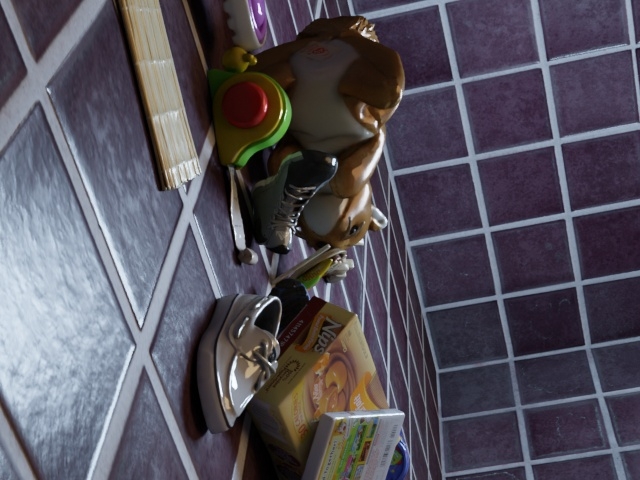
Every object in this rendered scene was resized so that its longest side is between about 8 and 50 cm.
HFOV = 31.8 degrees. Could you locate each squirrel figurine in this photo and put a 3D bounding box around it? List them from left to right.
[{"bbox_3d":[0.027,-0.182,1.997,0.397,0.281,0.370,-82,166,-55],"label":"squirrel figurine"}]

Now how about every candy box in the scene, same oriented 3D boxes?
[{"bbox_3d":[0.005,0.255,1.644,0.183,0.087,0.316,-47,141,-26],"label":"candy box"}]

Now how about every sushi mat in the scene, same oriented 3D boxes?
[{"bbox_3d":[-0.205,-0.220,1.397,0.151,0.019,0.316,-62,141,-76],"label":"sushi mat"}]

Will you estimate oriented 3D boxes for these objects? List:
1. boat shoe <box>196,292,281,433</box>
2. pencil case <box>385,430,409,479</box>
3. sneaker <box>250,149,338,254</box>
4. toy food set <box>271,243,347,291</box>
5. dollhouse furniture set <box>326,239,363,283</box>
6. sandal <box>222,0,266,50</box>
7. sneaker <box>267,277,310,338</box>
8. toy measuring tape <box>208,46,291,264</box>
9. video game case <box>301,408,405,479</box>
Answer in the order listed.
[{"bbox_3d":[-0.095,0.148,1.429,0.267,0.088,0.096,-77,155,-68],"label":"boat shoe"},{"bbox_3d":[0.099,0.400,2.126,0.119,0.133,0.306,61,1,4],"label":"pencil case"},{"bbox_3d":[-0.042,-0.047,1.736,0.228,0.086,0.132,147,-49,-60],"label":"sneaker"},{"bbox_3d":[-0.007,0.061,1.935,0.038,0.132,0.192,57,7,11],"label":"toy food set"},{"bbox_3d":[0.000,0.000,2.331,0.151,0.123,0.144,139,-52,-60],"label":"dollhouse furniture set"},{"bbox_3d":[-0.109,-0.473,1.631,0.169,0.102,0.416,-87,170,-46],"label":"sandal"},{"bbox_3d":[-0.049,0.169,1.752,0.087,0.083,0.221,59,30,-82],"label":"sneaker"},{"bbox_3d":[-0.091,-0.133,1.682,0.121,0.121,0.330,25,55,-78],"label":"toy measuring tape"},{"bbox_3d":[0.032,0.355,1.628,0.206,0.026,0.227,10,99,-56],"label":"video game case"}]
